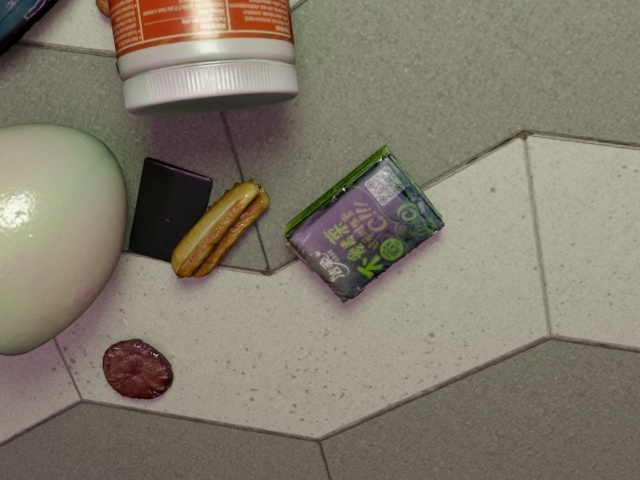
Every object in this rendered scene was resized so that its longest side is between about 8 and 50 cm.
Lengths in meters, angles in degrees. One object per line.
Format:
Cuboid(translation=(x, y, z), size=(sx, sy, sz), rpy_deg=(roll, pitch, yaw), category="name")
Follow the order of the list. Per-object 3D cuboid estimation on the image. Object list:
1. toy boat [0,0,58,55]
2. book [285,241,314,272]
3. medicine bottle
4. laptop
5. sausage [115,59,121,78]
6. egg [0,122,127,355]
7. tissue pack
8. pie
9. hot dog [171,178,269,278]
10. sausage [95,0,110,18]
Cuboid(translation=(-0.522, -0.402, 1.053), size=(0.309, 0.129, 0.142), rpy_deg=(-32, 116, 20), category="toy boat")
Cuboid(translation=(0.000, 0.000, 1.209), size=(0.111, 0.014, 0.077), rpy_deg=(-40, 101, 19), category="book")
Cuboid(translation=(-0.167, -0.311, 0.925), size=(0.252, 0.252, 0.241), rpy_deg=(-4, 97, 10), category="medicine bottle")
Cuboid(translation=(-0.284, -0.049, 1.231), size=(0.135, 0.016, 0.197), rpy_deg=(18, 115, -1), category="laptop")
Cuboid(translation=(-0.275, -0.283, 1.100), size=(0.141, 0.076, 0.076), rpy_deg=(24, 114, -1), category="sausage")
Cuboid(translation=(-0.481, -0.037, 1.099), size=(0.339, 0.354, 0.354), rpy_deg=(-39, 103, -2), category="egg")
Cuboid(translation=(0.076, -0.026, 1.145), size=(0.235, 0.073, 0.173), rpy_deg=(-39, 102, 14), category="tissue pack")
Cuboid(translation=(-0.383, 0.271, 1.364), size=(0.154, 0.036, 0.155), rpy_deg=(3, 113, 7), category="pie")
Cuboid(translation=(-0.195, -0.018, 1.189), size=(0.249, 0.102, 0.076), rpy_deg=(-47, 67, 18), category="hot dog")
Cuboid(translation=(-0.215, -0.337, 1.078), size=(0.347, 0.053, 0.053), rpy_deg=(22, 114, -1), category="sausage")
